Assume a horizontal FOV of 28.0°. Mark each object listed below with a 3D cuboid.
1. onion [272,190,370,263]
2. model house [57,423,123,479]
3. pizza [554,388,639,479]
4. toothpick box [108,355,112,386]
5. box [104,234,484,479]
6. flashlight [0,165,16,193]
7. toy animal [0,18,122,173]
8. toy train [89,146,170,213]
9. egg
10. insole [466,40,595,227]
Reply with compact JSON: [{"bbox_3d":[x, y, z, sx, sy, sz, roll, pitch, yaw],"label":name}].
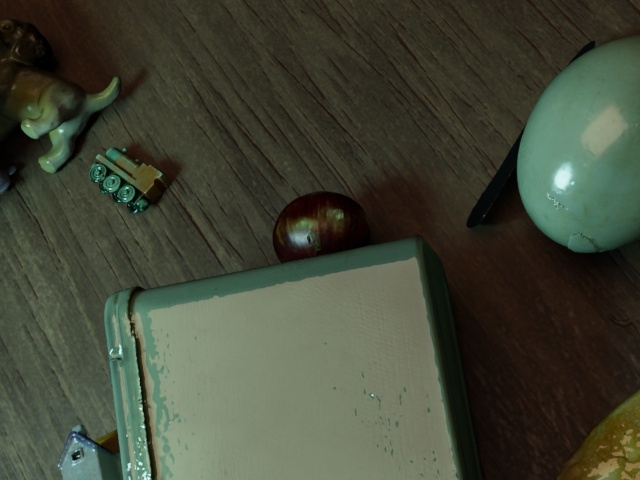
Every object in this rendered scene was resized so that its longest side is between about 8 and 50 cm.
[{"bbox_3d":[0.000,0.000,1.445,0.118,0.117,0.119,10,43,-10],"label":"onion"},{"bbox_3d":[-0.261,0.263,1.446,0.087,0.101,0.100,-25,60,12],"label":"model house"},{"bbox_3d":[0.346,0.202,1.262,0.271,0.056,0.134,-40,58,0],"label":"pizza"},{"bbox_3d":[-0.225,0.131,1.517,0.052,0.052,0.083,-17,62,14],"label":"toothpick box"},{"bbox_3d":[-0.022,0.198,1.317,0.343,0.177,0.352,-13,73,14],"label":"box"},{"bbox_3d":[-0.453,-0.069,1.706,0.110,0.031,0.052,-13,40,20],"label":"flashlight"},{"bbox_3d":[-0.393,-0.197,1.693,0.233,0.121,0.169,31,71,26],"label":"toy animal"},{"bbox_3d":[-0.245,-0.079,1.622,0.103,0.044,0.064,34,80,27],"label":"toy train"},{"bbox_3d":[0.309,-0.103,1.332,0.186,0.186,0.253,27,81,29],"label":"egg"},{"bbox_3d":[0.235,-0.118,1.441,0.005,0.086,0.253,34,87,-8],"label":"insole"}]
